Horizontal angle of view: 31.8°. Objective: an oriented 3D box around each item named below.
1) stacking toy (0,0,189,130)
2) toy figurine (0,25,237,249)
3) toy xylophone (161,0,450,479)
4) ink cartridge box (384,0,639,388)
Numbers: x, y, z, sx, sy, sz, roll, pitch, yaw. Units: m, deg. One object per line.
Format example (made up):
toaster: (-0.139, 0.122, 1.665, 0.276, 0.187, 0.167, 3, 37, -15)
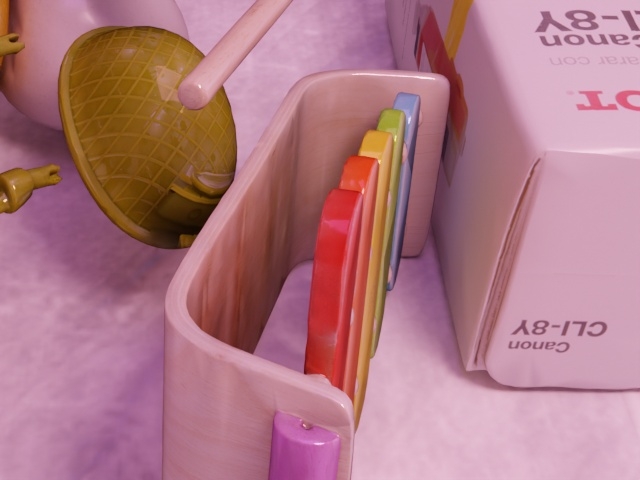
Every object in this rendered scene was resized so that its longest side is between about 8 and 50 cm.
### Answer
stacking toy: (-0.299, -0.125, 0.610, 0.479, 0.351, 0.351, 6, 38, -31)
toy figurine: (-0.089, -0.201, 0.528, 0.191, 0.217, 0.363, 2, 65, -50)
toy xylophone: (0.000, 0.000, 0.502, 0.081, 0.236, 0.323, 10, 39, 8)
ink cartridge box: (0.205, -0.105, 0.694, 0.279, 0.160, 0.385, 1, 42, -7)
